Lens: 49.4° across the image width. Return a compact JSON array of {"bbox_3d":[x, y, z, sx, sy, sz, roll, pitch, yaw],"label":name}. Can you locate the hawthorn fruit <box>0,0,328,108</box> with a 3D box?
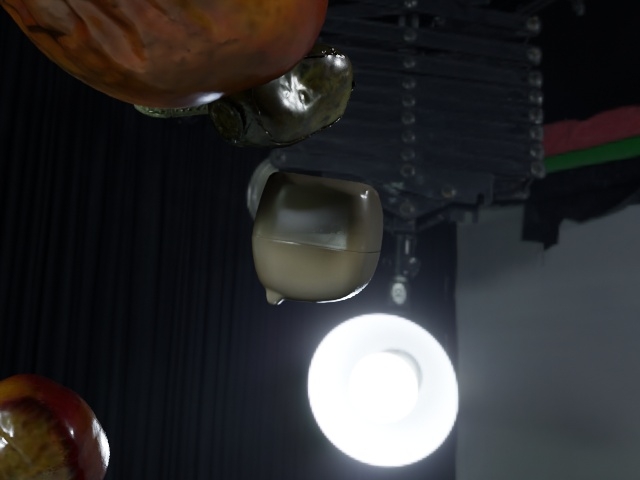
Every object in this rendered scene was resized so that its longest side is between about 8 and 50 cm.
[{"bbox_3d":[-0.207,-0.381,0.838,0.471,0.472,0.472,2,-13,0],"label":"hawthorn fruit"}]

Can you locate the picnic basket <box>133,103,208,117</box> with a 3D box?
[{"bbox_3d":[-0.251,-0.320,1.198,0.154,0.196,0.134,-11,29,-30],"label":"picnic basket"}]

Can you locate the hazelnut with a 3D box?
[{"bbox_3d":[-0.364,0.257,0.871,0.208,0.208,0.208,2,-13,0],"label":"hazelnut"}]

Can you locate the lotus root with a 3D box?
[{"bbox_3d":[-0.067,-0.237,1.122,0.152,0.160,0.275,21,35,32],"label":"lotus root"}]

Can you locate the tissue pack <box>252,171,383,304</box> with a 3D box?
[{"bbox_3d":[0.000,0.000,1.523,0.267,0.277,0.387,6,4,6],"label":"tissue pack"}]
